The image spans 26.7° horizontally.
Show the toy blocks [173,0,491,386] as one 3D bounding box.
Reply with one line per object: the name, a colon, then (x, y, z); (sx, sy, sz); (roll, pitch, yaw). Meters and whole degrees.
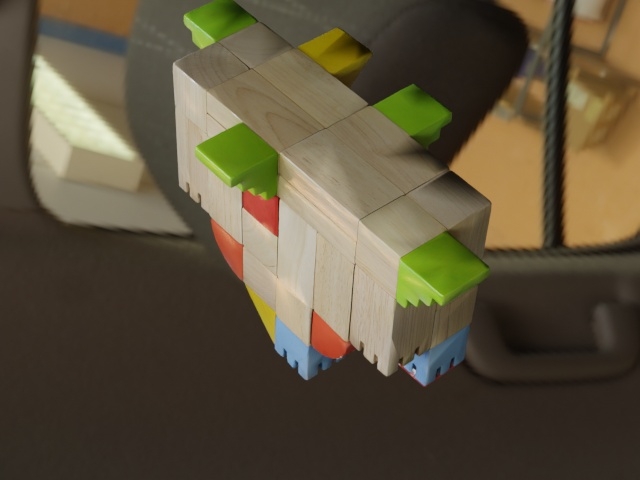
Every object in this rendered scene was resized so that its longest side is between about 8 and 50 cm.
toy blocks: (0.000, 0.000, 1.169); (0.190, 0.261, 0.381); (-30, -126, -28)
